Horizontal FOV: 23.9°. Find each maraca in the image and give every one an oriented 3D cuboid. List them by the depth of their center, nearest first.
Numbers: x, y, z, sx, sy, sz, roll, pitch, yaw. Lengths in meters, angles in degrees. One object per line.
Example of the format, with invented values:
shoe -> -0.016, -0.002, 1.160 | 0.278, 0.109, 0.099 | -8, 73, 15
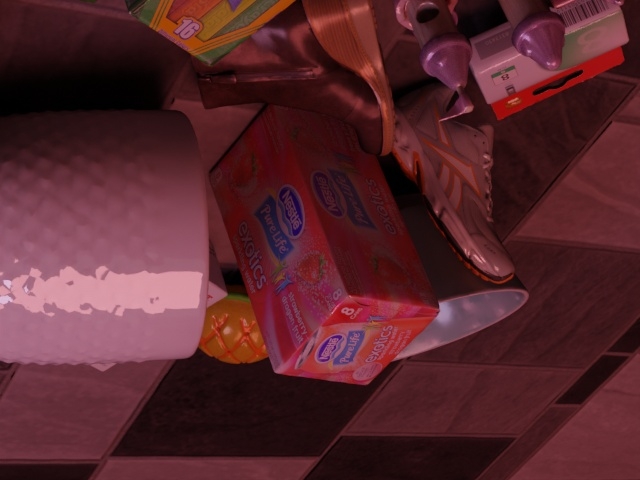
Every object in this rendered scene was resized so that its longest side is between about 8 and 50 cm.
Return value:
maraca -> -0.133, 0.108, 2.014 | 0.185, 0.099, 0.127 | 10, 136, 1

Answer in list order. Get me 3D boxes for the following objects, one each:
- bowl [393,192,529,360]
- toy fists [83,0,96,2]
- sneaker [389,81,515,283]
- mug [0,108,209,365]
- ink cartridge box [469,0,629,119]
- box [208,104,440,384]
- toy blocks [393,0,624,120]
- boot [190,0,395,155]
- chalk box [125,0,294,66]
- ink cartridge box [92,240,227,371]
bowl -> 0.097, 0.047, 1.944 | 0.311, 0.163, 0.311 | -15, 165, -4
toy fists -> -0.229, -0.338, 1.272 | 0.142, 0.096, 0.279 | -30, 112, 36
sneaker -> 0.172, -0.076, 1.787 | 0.121, 0.262, 0.099 | -31, 170, 0
mug -> -0.320, 0.006, 1.659 | 0.328, 0.276, 0.374 | -2, 172, -16
ink cartridge box -> 0.278, -0.206, 1.797 | 0.181, 0.056, 0.225 | -24, 154, 8
box -> 0.000, 0.000, 1.748 | 0.142, 0.300, 0.154 | 12, 135, -38
toy blocks -> 0.212, -0.264, 1.533 | 0.288, 0.260, 0.309 | -25, 145, 5
boot -> -0.029, -0.176, 1.684 | 0.206, 0.090, 0.248 | -12, 135, 3
chalk box -> -0.083, -0.296, 1.449 | 0.213, 0.132, 0.132 | -36, 143, 21
ink cartridge box -> -0.243, 0.060, 1.893 | 0.208, 0.087, 0.153 | -32, 145, 15
